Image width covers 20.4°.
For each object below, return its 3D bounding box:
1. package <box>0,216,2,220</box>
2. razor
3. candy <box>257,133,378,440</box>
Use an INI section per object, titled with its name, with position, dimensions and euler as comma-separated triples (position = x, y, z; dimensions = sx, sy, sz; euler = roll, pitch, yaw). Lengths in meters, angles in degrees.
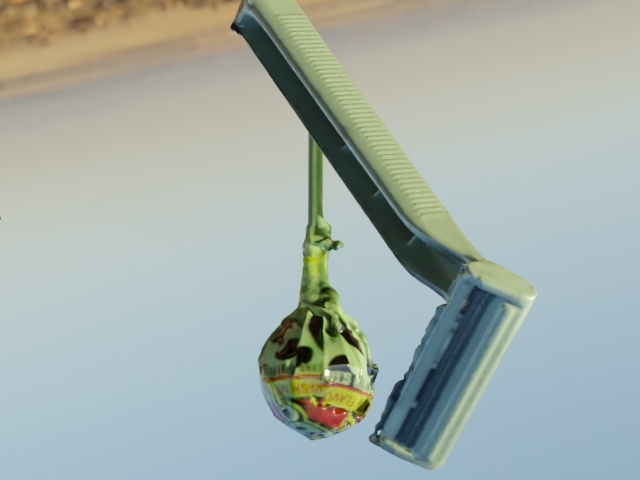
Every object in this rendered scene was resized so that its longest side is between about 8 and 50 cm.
[package]
position = -0.190, -0.042, 0.861
dimensions = 0.059, 0.083, 0.029
euler = 11, -128, 51
[razor]
position = 0.024, -0.031, 0.852
dimensions = 0.056, 0.111, 0.278
euler = 1, -137, -28
[candy]
position = 0.000, 0.000, 1.359
dimensions = 0.083, 0.306, 0.091
euler = -16, 155, 39
